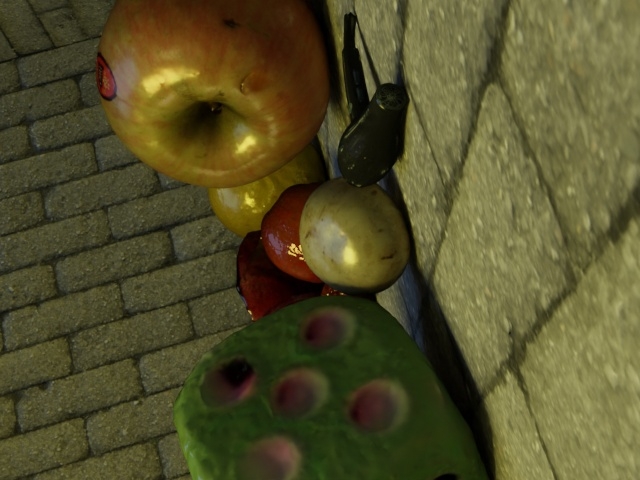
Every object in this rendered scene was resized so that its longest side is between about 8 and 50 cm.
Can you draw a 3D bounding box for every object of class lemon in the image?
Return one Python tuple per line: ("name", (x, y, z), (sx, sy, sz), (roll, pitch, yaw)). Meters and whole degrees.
("lemon", (-0.122, -0.130, 1.957), (0.297, 0.297, 0.297), (164, 90, -86))

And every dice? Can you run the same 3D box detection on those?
("dice", (0.015, 0.292, 1.095), (0.330, 0.318, 0.322), (54, 168, 45))

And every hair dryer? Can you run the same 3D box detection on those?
("hair dryer", (0.050, -0.188, 1.010), (0.195, 0.075, 0.219), (111, 152, -66))

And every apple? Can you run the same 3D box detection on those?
("apple", (-0.167, -0.281, 1.387), (0.392, 0.391, 0.347), (79, -171, -46))

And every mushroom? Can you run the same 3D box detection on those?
("mushroom", (0.048, -0.008, 1.140), (0.166, 0.127, 0.166), (24, 128, 33))

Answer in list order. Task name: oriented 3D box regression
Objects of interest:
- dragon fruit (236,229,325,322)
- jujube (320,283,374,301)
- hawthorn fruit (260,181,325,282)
("dragon fruit", (-0.064, 0.078, 1.769), (0.343, 0.100, 0.282), (28, -147, -58))
("jujube", (0.068, 0.150, 1.688), (0.112, 0.109, 0.176), (-13, -103, -58))
("hawthorn fruit", (0.000, 0.000, 1.611), (0.225, 0.196, 0.197), (41, 160, 27))
